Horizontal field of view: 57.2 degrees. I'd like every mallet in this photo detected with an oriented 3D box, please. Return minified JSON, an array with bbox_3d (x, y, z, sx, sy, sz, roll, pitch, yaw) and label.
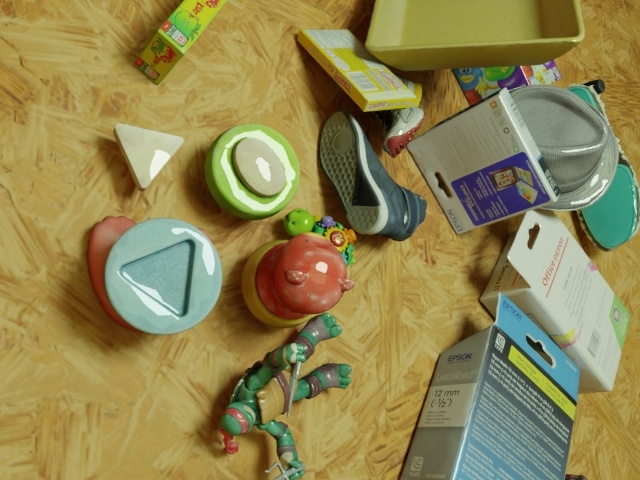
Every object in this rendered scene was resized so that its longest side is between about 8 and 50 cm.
[{"bbox_3d":[0.728,-0.326,1.531,0.039,0.062,0.190,-11,83,-38],"label":"mallet"}]

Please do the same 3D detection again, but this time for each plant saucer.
[{"bbox_3d":[0.264,-0.402,1.030,0.081,0.332,0.333,75,21,-49],"label":"plant saucer"}]

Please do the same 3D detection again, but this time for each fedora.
[{"bbox_3d":[0.413,-0.188,1.060,0.275,0.124,0.244,26,80,14],"label":"fedora"}]

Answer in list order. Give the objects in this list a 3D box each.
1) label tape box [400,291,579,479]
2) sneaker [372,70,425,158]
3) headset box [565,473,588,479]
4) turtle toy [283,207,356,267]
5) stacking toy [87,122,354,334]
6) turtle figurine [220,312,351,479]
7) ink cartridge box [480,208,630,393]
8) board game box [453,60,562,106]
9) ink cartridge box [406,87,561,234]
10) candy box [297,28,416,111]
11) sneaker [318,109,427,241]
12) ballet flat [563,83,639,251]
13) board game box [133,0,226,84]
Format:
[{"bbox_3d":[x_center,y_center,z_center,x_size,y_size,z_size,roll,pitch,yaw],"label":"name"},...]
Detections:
[{"bbox_3d":[0.300,0.302,0.983,0.249,0.115,0.348,42,53,-20],"label":"label tape box"},{"bbox_3d":[0.119,-0.221,1.010,0.092,0.088,0.225,26,35,-14],"label":"sneaker"},{"bbox_3d":[0.456,0.467,1.079,0.032,0.062,0.083,47,53,-17],"label":"headset box"},{"bbox_3d":[0.000,0.000,0.874,0.130,0.066,0.095,30,59,-14],"label":"turtle toy"},{"bbox_3d":[-0.114,-0.024,0.714,0.308,0.130,0.280,-2,84,-27],"label":"stacking toy"},{"bbox_3d":[-0.048,0.194,0.744,0.234,0.118,0.175,-34,132,-52],"label":"turtle figurine"},{"bbox_3d":[0.444,0.106,1.145,0.353,0.119,0.207,49,53,-15],"label":"ink cartridge box"},{"bbox_3d":[0.358,-0.417,1.227,0.144,0.142,0.275,-33,97,-39],"label":"board game box"},{"bbox_3d":[0.283,-0.131,1.043,0.045,0.208,0.206,-39,101,-44],"label":"ink cartridge box"},{"bbox_3d":[0.056,-0.284,0.965,0.105,0.027,0.206,-12,53,-36],"label":"candy box"},{"bbox_3d":[0.089,-0.100,0.969,0.163,0.086,0.226,10,55,-48],"label":"sneaker"},{"bbox_3d":[0.658,-0.174,1.397,0.146,0.147,0.409,-2,78,-38],"label":"ballet flat"},{"bbox_3d":[-0.180,-0.307,0.817,0.043,0.092,0.181,39,56,-21],"label":"board game box"}]
